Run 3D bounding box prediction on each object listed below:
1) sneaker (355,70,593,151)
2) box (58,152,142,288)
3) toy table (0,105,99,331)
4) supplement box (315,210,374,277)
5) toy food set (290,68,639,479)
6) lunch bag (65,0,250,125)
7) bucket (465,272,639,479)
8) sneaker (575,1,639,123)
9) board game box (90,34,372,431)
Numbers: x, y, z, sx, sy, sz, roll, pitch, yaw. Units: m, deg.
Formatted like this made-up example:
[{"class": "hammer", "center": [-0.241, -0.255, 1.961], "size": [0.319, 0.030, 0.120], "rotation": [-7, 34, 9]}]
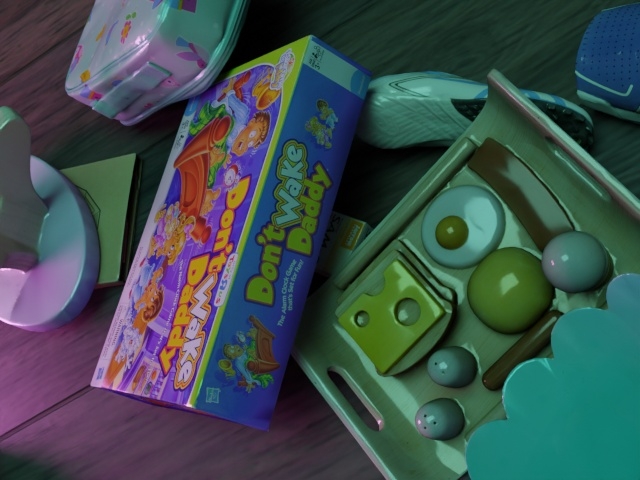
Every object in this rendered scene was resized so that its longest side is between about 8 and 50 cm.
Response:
[{"class": "sneaker", "center": [0.144, -0.126, 0.833], "size": [0.237, 0.085, 0.086], "rotation": [10, 46, 22]}, {"class": "box", "center": [-0.311, -0.014, 1.046], "size": [0.201, 0.021, 0.164], "rotation": [-9, 66, 24]}, {"class": "toy table", "center": [-0.386, -0.023, 0.981], "size": [0.274, 0.161, 0.252], "rotation": [33, 87, 32]}, {"class": "supplement box", "center": [0.000, 0.000, 0.874], "size": [0.098, 0.036, 0.062], "rotation": [20, 80, 31]}, {"class": "toy food set", "center": [0.115, 0.040, 0.726], "size": [0.306, 0.092, 0.219], "rotation": [-47, 65, 15]}, {"class": "lunch bag", "center": [-0.181, -0.251, 0.979], "size": [0.279, 0.108, 0.224], "rotation": [-13, 61, 54]}, {"class": "bucket", "center": [0.222, 0.172, 0.538], "size": [0.183, 0.281, 0.281], "rotation": [36, 88, -6]}, {"class": "sneaker", "center": [0.364, -0.176, 0.680], "size": [0.316, 0.182, 0.127], "rotation": [11, 73, 30]}, {"class": "board game box", "center": [-0.092, -0.006, 0.842], "size": [0.233, 0.078, 0.347], "rotation": [-6, 63, 54]}]
